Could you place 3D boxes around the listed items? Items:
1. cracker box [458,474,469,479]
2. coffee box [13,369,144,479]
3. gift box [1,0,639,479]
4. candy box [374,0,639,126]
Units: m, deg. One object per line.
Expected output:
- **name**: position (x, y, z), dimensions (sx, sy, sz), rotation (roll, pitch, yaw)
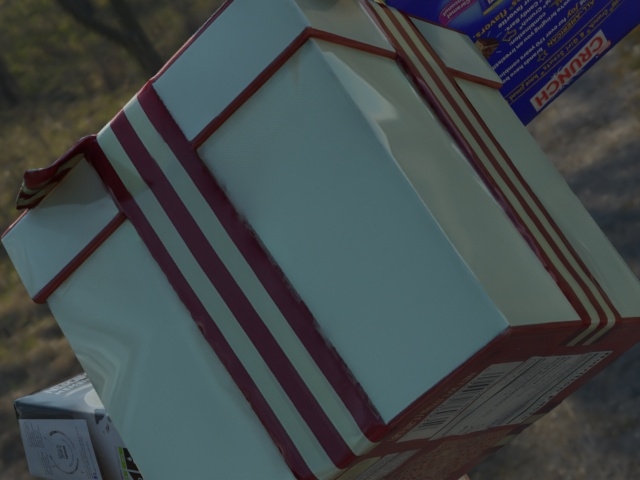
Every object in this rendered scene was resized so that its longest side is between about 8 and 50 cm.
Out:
- **cracker box**: position (0.016, 0.153, 1.282), dimensions (0.067, 0.232, 0.156), rotation (-47, 25, -28)
- **coffee box**: position (-0.260, 0.259, 1.916), dimensions (0.297, 0.118, 0.168), rotation (0, 17, 40)
- **gift box**: position (0.000, 0.000, 0.754), dimensions (0.255, 0.258, 0.276), rotation (-41, -23, 19)
- **candy box**: position (0.181, -0.267, 1.409), dimensions (0.268, 0.317, 0.122), rotation (-42, 52, -2)
